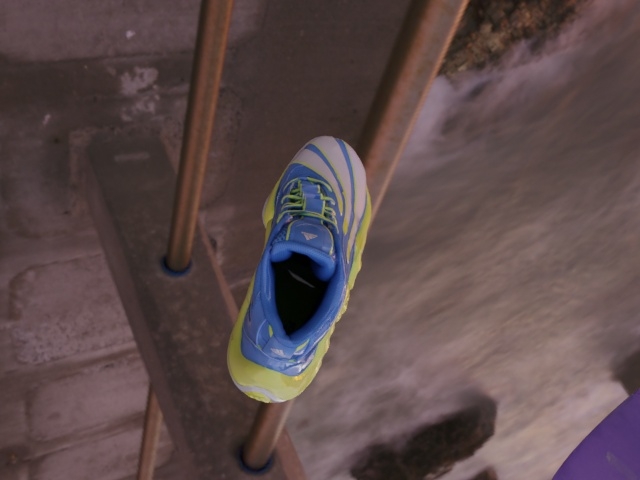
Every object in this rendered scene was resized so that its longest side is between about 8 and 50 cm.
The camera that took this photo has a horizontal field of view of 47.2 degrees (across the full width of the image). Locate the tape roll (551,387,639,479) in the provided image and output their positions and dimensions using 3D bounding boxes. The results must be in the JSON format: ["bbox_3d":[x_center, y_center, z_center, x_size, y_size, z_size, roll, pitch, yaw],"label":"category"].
[{"bbox_3d":[0.304,0.199,0.662,0.189,0.080,0.189,-25,142,-21],"label":"tape roll"}]

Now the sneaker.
[{"bbox_3d":[0.000,0.000,0.553,0.091,0.240,0.126,17,152,-8],"label":"sneaker"}]
